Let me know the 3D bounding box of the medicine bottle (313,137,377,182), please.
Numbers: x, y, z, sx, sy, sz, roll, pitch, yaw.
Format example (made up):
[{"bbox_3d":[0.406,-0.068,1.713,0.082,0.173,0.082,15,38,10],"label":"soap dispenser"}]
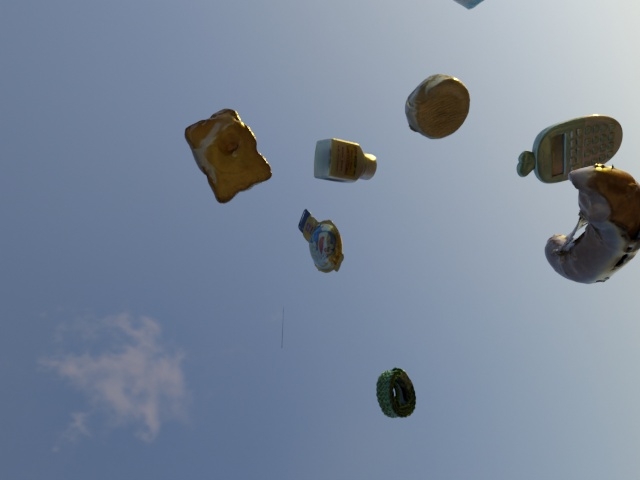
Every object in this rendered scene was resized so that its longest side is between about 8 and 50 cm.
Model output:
[{"bbox_3d":[0.048,-0.148,0.989,0.118,0.055,0.074,6,-92,-38],"label":"medicine bottle"}]

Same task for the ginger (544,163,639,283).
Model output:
[{"bbox_3d":[0.436,-0.010,0.819,0.107,0.133,0.309,-59,-25,-21],"label":"ginger"}]

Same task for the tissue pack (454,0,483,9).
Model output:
[{"bbox_3d":[0.470,-0.931,1.784,0.271,0.201,0.124,27,-90,-11],"label":"tissue pack"}]

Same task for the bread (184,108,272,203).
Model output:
[{"bbox_3d":[-0.237,-0.215,1.325,0.160,0.088,0.233,-25,-98,-15],"label":"bread"}]

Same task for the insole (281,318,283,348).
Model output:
[{"bbox_3d":[-0.120,0.277,1.649,0.002,0.045,0.135,3,-114,-4],"label":"insole"}]

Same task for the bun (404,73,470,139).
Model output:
[{"bbox_3d":[0.307,-0.364,1.396,0.173,0.113,0.167,0,-61,-17],"label":"bun"}]

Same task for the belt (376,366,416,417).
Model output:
[{"bbox_3d":[0.227,0.472,1.600,0.121,0.079,0.151,-8,-97,-41],"label":"belt"}]

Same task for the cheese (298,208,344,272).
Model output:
[{"bbox_3d":[0.000,0.000,1.710,0.069,0.270,0.177,0,-55,-35],"label":"cheese"}]

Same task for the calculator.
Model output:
[{"bbox_3d":[0.686,-0.250,1.434,0.042,0.295,0.184,-100,-7,-55],"label":"calculator"}]
